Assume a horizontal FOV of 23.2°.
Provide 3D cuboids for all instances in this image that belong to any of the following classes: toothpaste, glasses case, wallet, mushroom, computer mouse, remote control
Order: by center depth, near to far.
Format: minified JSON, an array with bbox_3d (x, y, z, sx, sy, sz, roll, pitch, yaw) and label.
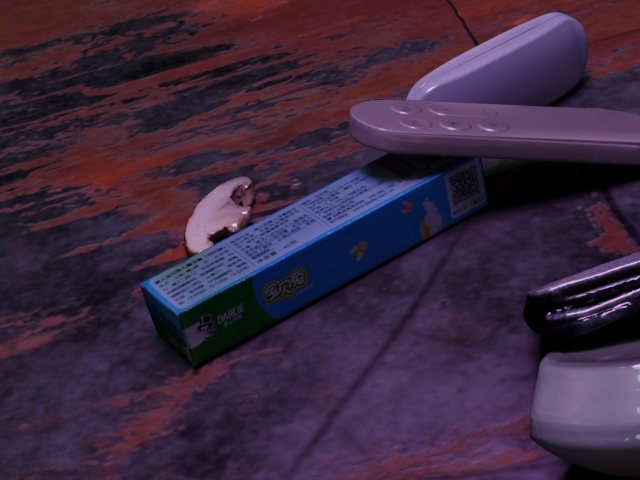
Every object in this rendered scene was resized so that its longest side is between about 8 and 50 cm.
[{"bbox_3d":[0.213,0.082,0.913,0.128,0.079,0.231,-1,13,45],"label":"computer mouse"},{"bbox_3d":[0.229,0.010,0.950,0.222,0.036,0.167,-21,-5,6],"label":"wallet"},{"bbox_3d":[0.000,0.000,1.145,0.267,0.050,0.065,-28,36,-21],"label":"toothpaste"},{"bbox_3d":[0.141,-0.082,1.172,0.245,0.022,0.077,1,25,-11],"label":"remote control"},{"bbox_3d":[-0.080,-0.016,1.230,0.049,0.019,0.101,3,38,26],"label":"mushroom"},{"bbox_3d":[0.144,-0.127,1.268,0.178,0.067,0.045,-29,37,-22],"label":"glasses case"}]
